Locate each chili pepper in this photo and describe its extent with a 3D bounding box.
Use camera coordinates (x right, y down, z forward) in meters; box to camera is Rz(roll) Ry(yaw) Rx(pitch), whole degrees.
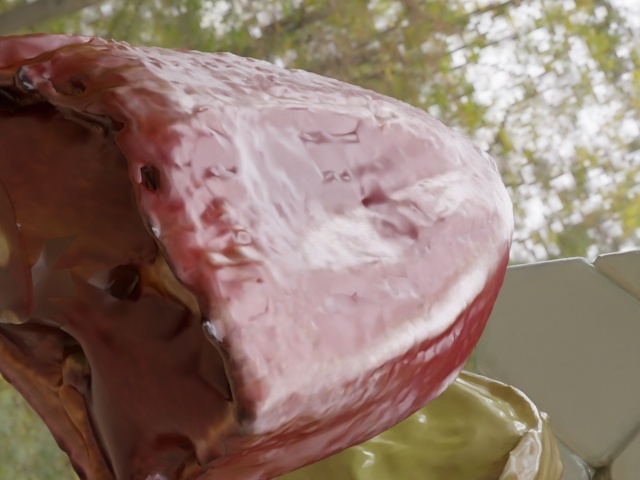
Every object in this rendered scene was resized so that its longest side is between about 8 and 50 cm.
[{"bbox_3d":[0.000,0.000,0.458,0.144,0.253,0.136,11,-76,40],"label":"chili pepper"}]

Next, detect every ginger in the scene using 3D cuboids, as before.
[{"bbox_3d":[0.009,0.135,0.611,0.267,0.152,0.138,-52,-134,40],"label":"ginger"}]

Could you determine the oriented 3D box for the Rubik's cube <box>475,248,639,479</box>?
[{"bbox_3d":[0.295,0.201,0.916,0.316,0.319,0.322,51,37,-51],"label":"Rubik's cube"}]
